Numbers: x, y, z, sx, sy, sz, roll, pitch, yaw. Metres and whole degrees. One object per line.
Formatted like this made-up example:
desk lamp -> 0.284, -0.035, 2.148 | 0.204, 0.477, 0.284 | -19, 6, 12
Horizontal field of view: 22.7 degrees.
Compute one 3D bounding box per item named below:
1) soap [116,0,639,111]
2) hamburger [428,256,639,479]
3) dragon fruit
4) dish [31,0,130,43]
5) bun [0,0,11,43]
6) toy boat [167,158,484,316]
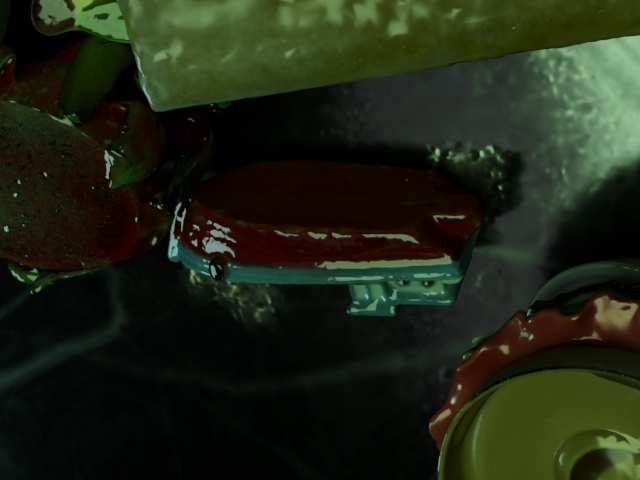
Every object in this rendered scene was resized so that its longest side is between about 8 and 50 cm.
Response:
soap -> 0.049, -0.195, 0.607 | 0.281, 0.143, 0.259 | -10, 107, 8
hamburger -> 0.142, 0.087, 0.723 | 0.175, 0.137, 0.175 | 12, 119, 23
dragon fruit -> -0.113, -0.044, 0.779 | 0.142, 0.175, 0.138 | 40, 152, 20
dish -> -0.063, -0.184, 0.725 | 0.149, 0.080, 0.208 | 38, 110, -7
bun -> -0.309, -0.128, 0.804 | 0.283, 0.179, 0.283 | 9, 114, 22
toy boat -> 0.000, 0.000, 0.789 | 0.172, 0.069, 0.059 | 3, 129, 20
